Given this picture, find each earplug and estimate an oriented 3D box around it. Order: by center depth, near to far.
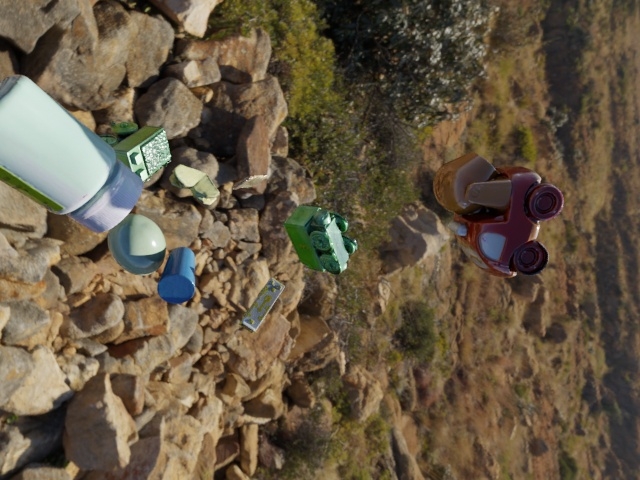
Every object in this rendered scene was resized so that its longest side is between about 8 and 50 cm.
[{"bbox_3d":[-0.557,0.117,1.587,0.133,0.273,0.132,-6,119,-10],"label":"earplug"}]

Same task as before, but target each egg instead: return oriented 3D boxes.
[{"bbox_3d":[-0.723,0.019,1.588,0.203,0.203,0.282,-34,142,-31],"label":"egg"}]

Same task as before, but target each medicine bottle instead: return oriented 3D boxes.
[{"bbox_3d":[-0.403,-0.122,0.612,0.139,0.139,0.225,-57,135,-15],"label":"medicine bottle"}]

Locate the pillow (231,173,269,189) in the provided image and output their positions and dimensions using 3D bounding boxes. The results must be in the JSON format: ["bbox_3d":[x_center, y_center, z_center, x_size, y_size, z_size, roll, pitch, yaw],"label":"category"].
[{"bbox_3d":[-0.349,-0.291,1.985,0.034,0.135,0.211,65,24,-4],"label":"pillow"}]

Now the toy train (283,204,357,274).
[{"bbox_3d":[0.000,0.000,1.298,0.132,0.188,0.243,-53,136,-34],"label":"toy train"}]

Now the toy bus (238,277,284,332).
[{"bbox_3d":[-0.232,0.259,1.605,0.081,0.074,0.226,38,66,-7],"label":"toy bus"}]

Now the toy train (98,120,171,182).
[{"bbox_3d":[-0.647,-0.299,1.367,0.271,0.188,0.159,-67,164,-50],"label":"toy train"}]

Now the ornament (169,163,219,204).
[{"bbox_3d":[-0.512,-0.245,1.679,0.201,0.059,0.180,35,31,-10],"label":"ornament"}]

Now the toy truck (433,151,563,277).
[{"bbox_3d":[0.355,-0.054,0.873,0.239,0.189,0.264,4,105,-4],"label":"toy truck"}]
